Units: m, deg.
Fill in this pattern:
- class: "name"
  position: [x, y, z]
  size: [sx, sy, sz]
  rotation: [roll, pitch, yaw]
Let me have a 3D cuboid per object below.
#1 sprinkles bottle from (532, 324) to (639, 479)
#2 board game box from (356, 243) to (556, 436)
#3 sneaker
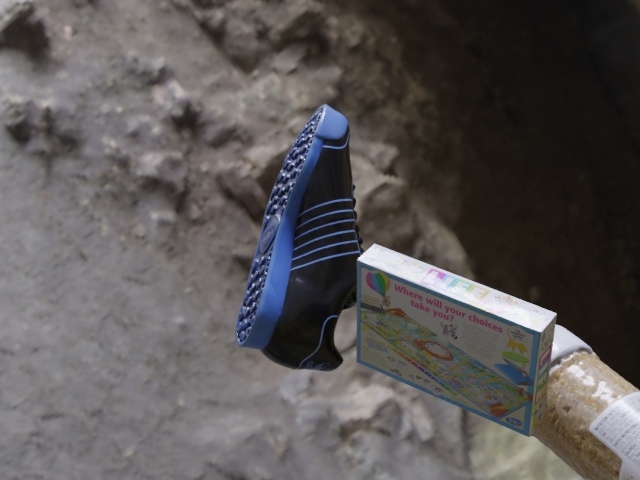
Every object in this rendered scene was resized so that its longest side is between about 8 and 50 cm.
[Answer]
- class: "sprinkles bottle"
  position: [0.339, 0.231, 1.438]
  size: [0.355, 0.121, 0.121]
  rotation: [40, 12, 37]
- class: "board game box"
  position: [0.098, 0.074, 1.029]
  size: [0.026, 0.154, 0.103]
  rotation: [-42, 143, -41]
- class: "sneaker"
  position: [0.000, 0.000, 1.169]
  size: [0.090, 0.081, 0.232]
  rotation: [22, 70, -16]
